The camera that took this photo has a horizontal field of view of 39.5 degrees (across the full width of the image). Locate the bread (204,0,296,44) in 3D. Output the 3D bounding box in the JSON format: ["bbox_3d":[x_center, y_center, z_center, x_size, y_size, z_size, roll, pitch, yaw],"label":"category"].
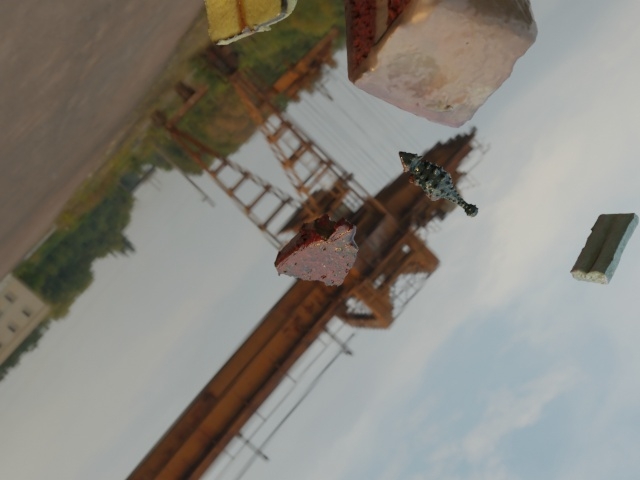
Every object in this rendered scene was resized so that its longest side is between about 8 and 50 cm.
[{"bbox_3d":[-0.171,-0.579,1.977,0.263,0.198,0.236,-10,-117,46],"label":"bread"}]

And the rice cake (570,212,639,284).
[{"bbox_3d":[0.575,0.013,1.803,0.085,0.040,0.226,-3,-147,38],"label":"rice cake"}]

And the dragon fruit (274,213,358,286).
[{"bbox_3d":[0.000,-0.002,1.189,0.131,0.097,0.063,117,-14,-50],"label":"dragon fruit"}]

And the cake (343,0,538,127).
[{"bbox_3d":[0.182,-0.367,1.446,0.237,0.230,0.309,-50,-147,43],"label":"cake"}]

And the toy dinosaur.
[{"bbox_3d":[0.178,-0.087,1.354,0.049,0.154,0.055,-53,-175,-3],"label":"toy dinosaur"}]
